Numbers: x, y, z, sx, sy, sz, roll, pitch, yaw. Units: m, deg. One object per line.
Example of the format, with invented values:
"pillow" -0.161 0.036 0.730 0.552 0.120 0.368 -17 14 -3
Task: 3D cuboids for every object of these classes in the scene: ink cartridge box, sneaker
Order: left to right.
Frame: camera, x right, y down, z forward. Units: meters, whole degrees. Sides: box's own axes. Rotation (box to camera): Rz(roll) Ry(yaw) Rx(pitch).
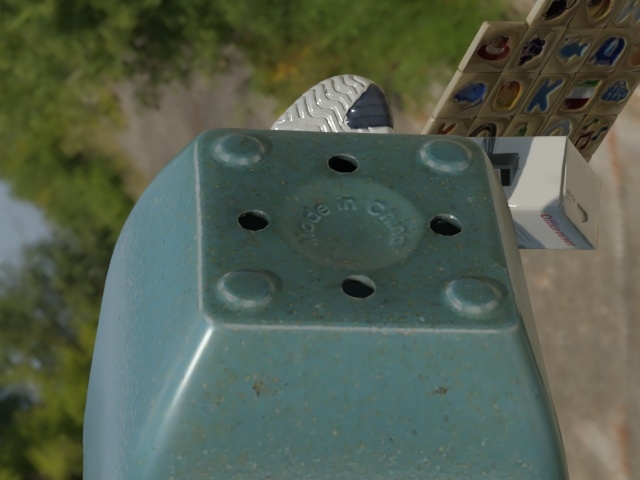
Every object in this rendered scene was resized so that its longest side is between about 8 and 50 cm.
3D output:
"sneaker" 0.000 0.000 1.300 0.094 0.235 0.153 13 -171 11
"ink cartridge box" 0.123 -0.033 1.373 0.135 0.056 0.099 1 163 23

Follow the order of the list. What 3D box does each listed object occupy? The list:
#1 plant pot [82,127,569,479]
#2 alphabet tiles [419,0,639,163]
"plant pot" 0.002 0.082 0.978 0.248 0.247 0.252 -96 9 -50
"alphabet tiles" 0.212 -0.128 1.960 0.285 0.342 0.011 -5 -135 -42
